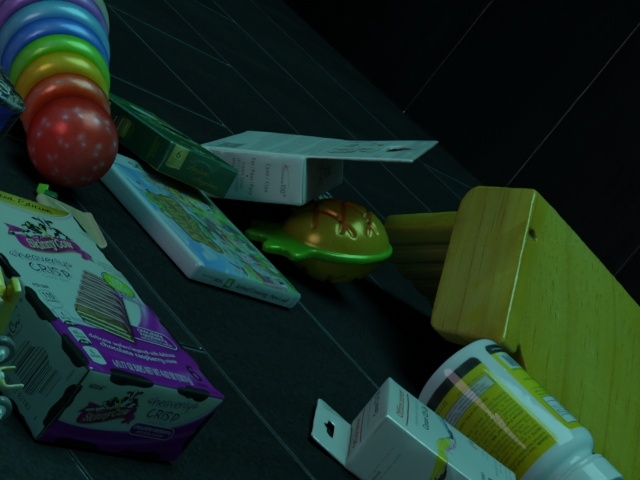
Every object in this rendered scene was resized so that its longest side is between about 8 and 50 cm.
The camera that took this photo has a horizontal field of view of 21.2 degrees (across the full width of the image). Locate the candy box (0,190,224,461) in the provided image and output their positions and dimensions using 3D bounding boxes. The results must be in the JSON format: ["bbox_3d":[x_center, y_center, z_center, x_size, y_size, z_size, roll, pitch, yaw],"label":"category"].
[{"bbox_3d":[-0.198,0.056,1.280,0.233,0.071,0.159,45,14,32],"label":"candy box"}]

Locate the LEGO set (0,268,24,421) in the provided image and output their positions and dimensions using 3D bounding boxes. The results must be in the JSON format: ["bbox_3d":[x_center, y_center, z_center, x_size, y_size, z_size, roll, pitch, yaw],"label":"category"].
[{"bbox_3d":[-0.284,0.007,1.125,0.107,0.132,0.287,-1,29,-30],"label":"LEGO set"}]

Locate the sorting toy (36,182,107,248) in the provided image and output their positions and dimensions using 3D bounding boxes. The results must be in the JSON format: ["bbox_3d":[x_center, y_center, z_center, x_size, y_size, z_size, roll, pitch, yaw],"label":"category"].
[{"bbox_3d":[-0.238,-0.024,1.602,0.062,0.012,0.083,22,23,-40],"label":"sorting toy"}]

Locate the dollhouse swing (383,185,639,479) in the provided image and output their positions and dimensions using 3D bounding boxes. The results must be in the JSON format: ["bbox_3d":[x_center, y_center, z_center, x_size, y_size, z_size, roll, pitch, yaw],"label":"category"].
[{"bbox_3d":[0.220,0.141,2.107,0.347,0.305,0.315,45,46,-32],"label":"dollhouse swing"}]

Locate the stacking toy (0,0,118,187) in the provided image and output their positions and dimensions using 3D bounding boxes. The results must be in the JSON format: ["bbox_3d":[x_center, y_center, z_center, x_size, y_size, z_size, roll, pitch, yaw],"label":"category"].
[{"bbox_3d":[-0.274,-0.158,1.774,0.141,0.141,0.330,32,20,-29],"label":"stacking toy"}]

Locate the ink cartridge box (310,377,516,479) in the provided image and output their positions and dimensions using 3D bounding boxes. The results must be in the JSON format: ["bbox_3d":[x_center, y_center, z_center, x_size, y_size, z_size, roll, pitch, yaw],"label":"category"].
[{"bbox_3d":[0.089,0.202,1.598,0.198,0.067,0.115,37,12,-6],"label":"ink cartridge box"}]

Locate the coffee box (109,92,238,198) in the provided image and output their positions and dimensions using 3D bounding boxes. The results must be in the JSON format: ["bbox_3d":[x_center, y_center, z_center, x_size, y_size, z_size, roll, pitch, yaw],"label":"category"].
[{"bbox_3d":[-0.189,-0.114,1.949,0.184,0.040,0.113,34,7,41],"label":"coffee box"}]

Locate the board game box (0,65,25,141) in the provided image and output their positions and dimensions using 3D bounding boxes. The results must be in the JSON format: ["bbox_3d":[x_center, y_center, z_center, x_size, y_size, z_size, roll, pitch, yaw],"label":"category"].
[{"bbox_3d":[-0.333,-0.084,1.009,0.141,0.232,0.291,28,15,-40],"label":"board game box"}]

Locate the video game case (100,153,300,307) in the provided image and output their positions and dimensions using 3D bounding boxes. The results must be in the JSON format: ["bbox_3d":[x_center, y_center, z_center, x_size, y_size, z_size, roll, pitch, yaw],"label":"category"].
[{"bbox_3d":[-0.138,-0.015,1.842,0.212,0.023,0.193,46,14,31],"label":"video game case"}]

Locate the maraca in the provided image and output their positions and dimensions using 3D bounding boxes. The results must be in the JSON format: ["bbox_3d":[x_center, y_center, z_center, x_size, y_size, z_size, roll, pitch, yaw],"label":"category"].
[{"bbox_3d":[0.000,0.000,2.037,0.186,0.099,0.127,0,20,-34],"label":"maraca"}]

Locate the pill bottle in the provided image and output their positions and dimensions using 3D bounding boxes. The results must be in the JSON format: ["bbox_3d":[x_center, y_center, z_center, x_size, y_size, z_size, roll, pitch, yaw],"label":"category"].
[{"bbox_3d":[0.209,0.212,1.796,0.208,0.119,0.119,44,13,26],"label":"pill bottle"}]

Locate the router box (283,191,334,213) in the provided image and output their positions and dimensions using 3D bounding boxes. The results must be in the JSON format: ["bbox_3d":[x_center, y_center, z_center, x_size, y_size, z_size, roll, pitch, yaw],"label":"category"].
[{"bbox_3d":[-0.022,-0.060,2.322,0.092,0.038,0.122,23,19,-50],"label":"router box"}]

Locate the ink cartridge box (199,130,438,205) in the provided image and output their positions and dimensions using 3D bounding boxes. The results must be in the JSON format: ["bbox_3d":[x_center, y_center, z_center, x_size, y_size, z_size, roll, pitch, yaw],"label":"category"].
[{"bbox_3d":[0.000,-0.089,2.114,0.261,0.066,0.296,5,8,10],"label":"ink cartridge box"}]
